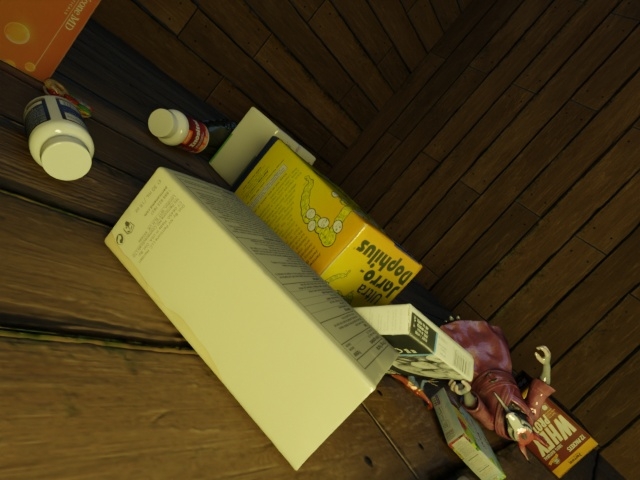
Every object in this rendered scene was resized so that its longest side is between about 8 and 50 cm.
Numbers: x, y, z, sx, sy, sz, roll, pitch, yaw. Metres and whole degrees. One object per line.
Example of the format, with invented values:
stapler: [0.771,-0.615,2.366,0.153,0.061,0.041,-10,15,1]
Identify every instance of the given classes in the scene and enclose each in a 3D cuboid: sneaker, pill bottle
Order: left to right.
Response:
pill bottle: [-0.317,-0.124,0.500,0.067,0.067,0.120,29,15,-51]
pill bottle: [-0.343,-0.267,0.998,0.086,0.086,0.152,42,10,9]
sneaker: [-0.311,-0.313,1.209,0.109,0.130,0.286,47,12,24]

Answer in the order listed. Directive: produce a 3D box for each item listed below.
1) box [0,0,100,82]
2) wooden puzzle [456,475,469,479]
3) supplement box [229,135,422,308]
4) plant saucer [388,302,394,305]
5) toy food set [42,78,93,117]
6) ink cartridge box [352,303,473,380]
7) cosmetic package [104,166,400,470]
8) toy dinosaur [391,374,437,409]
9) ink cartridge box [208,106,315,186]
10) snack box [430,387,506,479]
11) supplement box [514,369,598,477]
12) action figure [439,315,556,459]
box: [-0.553,-0.448,0.617,0.168,0.215,0.345,47,12,33]
wooden puzzle: [0.200,0.352,0.311,0.322,0.080,0.348,47,11,33]
supplement box: [-0.017,-0.016,0.794,0.194,0.195,0.356,31,14,-45]
plant saucer: [0.096,0.135,0.975,0.311,0.050,0.310,41,9,-8]
toy food set: [-0.440,-0.245,0.718,0.083,0.020,0.083,31,13,-45]
ink cartridge box: [0.085,0.153,0.604,0.208,0.045,0.206,-9,-35,40]
cosmetic package: [-0.071,0.067,0.462,0.309,0.113,0.160,44,10,17]
toy dinosaur: [0.168,0.271,0.748,0.090,0.047,0.082,-3,42,-26]
ink cartridge box: [-0.160,-0.237,1.222,0.117,0.201,0.278,44,10,19]
snack box: [0.246,0.330,0.701,0.100,0.037,0.141,48,9,-5]
supplement box: [0.590,0.479,1.105,0.191,0.129,0.194,44,10,18]
action figure: [0.401,0.356,0.981,0.370,0.248,0.275,-96,180,-59]
